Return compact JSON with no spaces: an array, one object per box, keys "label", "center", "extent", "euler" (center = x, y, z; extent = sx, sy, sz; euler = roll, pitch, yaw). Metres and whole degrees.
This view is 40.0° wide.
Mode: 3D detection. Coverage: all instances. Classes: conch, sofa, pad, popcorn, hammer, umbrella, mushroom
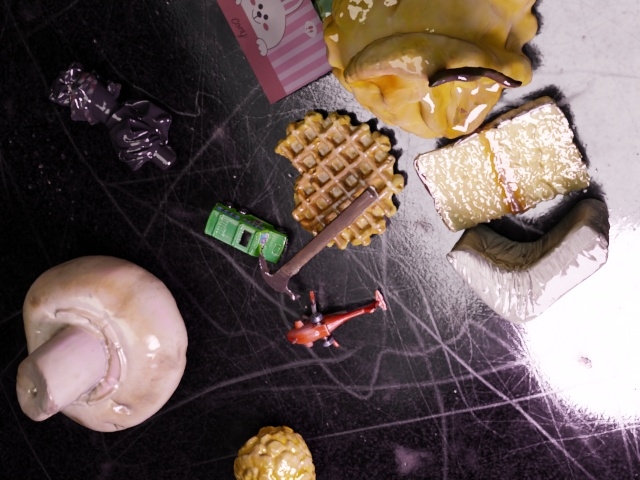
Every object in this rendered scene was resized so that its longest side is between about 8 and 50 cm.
[{"label":"conch","center":[0.057,-0.386,1.534],"extent":[0.170,0.079,0.105],"euler":[-7,118,12]},{"label":"sofa","center":[0.358,0.002,1.476],"extent":[0.176,0.210,0.225],"euler":[48,116,2]},{"label":"pad","center":[-0.096,-0.410,1.565],"extent":[0.202,0.005,0.299],"euler":[-21,99,45]},{"label":"popcorn","center":[-0.092,0.459,1.771],"extent":[0.180,0.170,0.179],"euler":[-17,65,40]},{"label":"hammer","center":[0.000,0.000,1.623],"extent":[0.125,0.027,0.297],"euler":[41,121,-15]},{"label":"umbrella","center":[-0.389,-0.237,1.696],"extent":[0.272,0.122,0.110],"euler":[39,156,0]},{"label":"popcorn","center":[0.181,-0.312,1.362],"extent":[0.349,0.381,0.348],"euler":[-2,122,-3]},{"label":"mushroom","center":[-0.460,0.205,1.748],"extent":[0.353,0.353,0.325],"euler":[-49,56,22]}]

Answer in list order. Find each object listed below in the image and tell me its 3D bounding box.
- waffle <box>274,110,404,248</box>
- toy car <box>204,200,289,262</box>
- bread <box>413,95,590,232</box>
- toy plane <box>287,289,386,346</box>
[{"label":"waffle","center":[0.026,-0.107,1.626],"extent":[0.249,0.056,0.253],"euler":[19,112,11]},{"label":"toy car","center":[-0.143,-0.013,1.700],"extent":[0.165,0.062,0.071],"euler":[26,110,9]},{"label":"bread","center":[0.299,-0.138,1.493],"extent":[0.266,0.141,0.178],"euler":[-22,129,17]},{"label":"toy plane","center":[0.030,0.162,1.694],"extent":[0.194,0.077,0.126],"euler":[-2,113,8]}]
